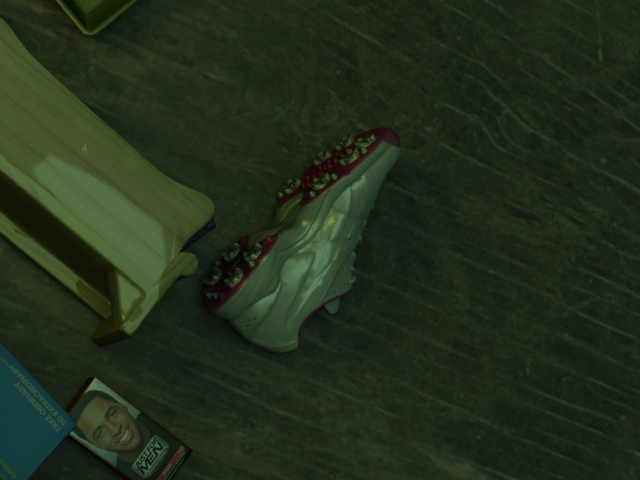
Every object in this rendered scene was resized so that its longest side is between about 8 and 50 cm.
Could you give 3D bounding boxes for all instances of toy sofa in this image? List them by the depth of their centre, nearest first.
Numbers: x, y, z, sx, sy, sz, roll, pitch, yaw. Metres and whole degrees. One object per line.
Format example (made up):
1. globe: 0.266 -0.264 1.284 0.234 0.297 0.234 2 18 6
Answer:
1. toy sofa: -0.301 -0.062 1.674 0.362 0.150 0.177 41 69 -12

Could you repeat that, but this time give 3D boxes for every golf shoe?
1. golf shoe: 0.000 0.000 1.805 0.306 0.115 0.140 -47 111 -11

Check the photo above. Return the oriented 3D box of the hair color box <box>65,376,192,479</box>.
1. hair color box: -0.222 0.223 1.729 0.141 0.043 0.072 38 75 -12

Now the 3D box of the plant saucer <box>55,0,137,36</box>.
1. plant saucer: -0.262 -0.355 1.771 0.188 0.045 0.188 -42 98 -18

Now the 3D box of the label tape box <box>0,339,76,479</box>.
1. label tape box: -0.367 0.126 1.525 0.115 0.348 0.249 -44 99 -18
